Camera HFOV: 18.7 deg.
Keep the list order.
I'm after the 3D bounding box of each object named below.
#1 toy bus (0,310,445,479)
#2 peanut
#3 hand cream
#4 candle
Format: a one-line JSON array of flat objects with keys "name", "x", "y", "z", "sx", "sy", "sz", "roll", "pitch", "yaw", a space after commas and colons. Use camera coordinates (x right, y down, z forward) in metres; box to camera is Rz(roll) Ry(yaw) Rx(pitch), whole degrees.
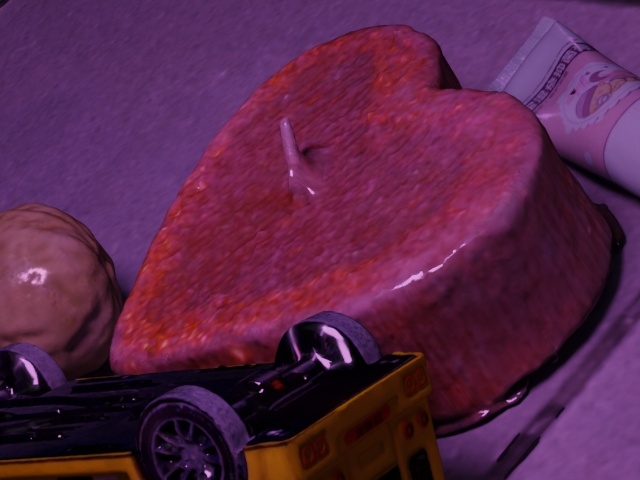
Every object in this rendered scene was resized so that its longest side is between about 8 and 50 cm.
[{"name": "toy bus", "x": -0.102, "y": 0.135, "z": 1.011, "sx": 0.331, "sy": 0.151, "sz": 0.145, "roll": -8, "pitch": 13, "yaw": 36}, {"name": "peanut", "x": -0.224, "y": 0.036, "z": 1.325, "sx": 0.257, "sy": 0.123, "sz": 0.123, "roll": -1, "pitch": 44, "yaw": 49}, {"name": "hand cream", "x": 0.184, "y": -0.059, "z": 1.125, "sx": 0.085, "sy": 0.058, "sz": 0.331, "roll": -56, "pitch": 26, "yaw": 4}, {"name": "candle", "x": 0.000, "y": 0.000, "z": 1.144, "sx": 0.287, "sy": 0.131, "sz": 0.317, "roll": -38, "pitch": 29, "yaw": 1}]
